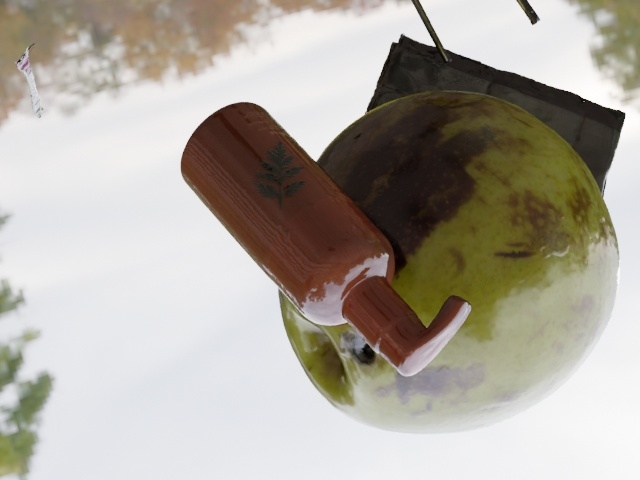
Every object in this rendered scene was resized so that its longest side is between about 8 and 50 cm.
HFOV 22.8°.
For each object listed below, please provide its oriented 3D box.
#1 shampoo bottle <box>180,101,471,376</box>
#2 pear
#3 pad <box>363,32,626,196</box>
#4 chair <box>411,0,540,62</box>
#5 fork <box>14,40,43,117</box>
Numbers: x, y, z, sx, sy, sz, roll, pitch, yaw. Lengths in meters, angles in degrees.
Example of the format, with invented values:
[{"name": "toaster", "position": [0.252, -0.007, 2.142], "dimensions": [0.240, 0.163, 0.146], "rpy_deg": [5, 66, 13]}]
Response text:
[{"name": "shampoo bottle", "position": [-0.002, 0.002, 1.107], "dimensions": [0.085, 0.085, 0.244], "rpy_deg": [-24, -127, -31]}, {"name": "pear", "position": [0.095, 0.018, 1.267], "dimensions": [0.283, 0.284, 0.283], "rpy_deg": [-14, -165, 4]}, {"name": "pad", "position": [0.155, -0.098, 1.448], "dimensions": [0.233, 0.022, 0.174], "rpy_deg": [19, -131, 5]}, {"name": "chair", "position": [0.104, -0.345, 1.437], "dimensions": [0.159, 0.326, 0.170], "rpy_deg": [-13, -154, 51]}, {"name": "fork", "position": [-0.215, -0.119, 1.180], "dimensions": [0.016, 0.012, 0.115], "rpy_deg": [-54, 173, -19]}]
